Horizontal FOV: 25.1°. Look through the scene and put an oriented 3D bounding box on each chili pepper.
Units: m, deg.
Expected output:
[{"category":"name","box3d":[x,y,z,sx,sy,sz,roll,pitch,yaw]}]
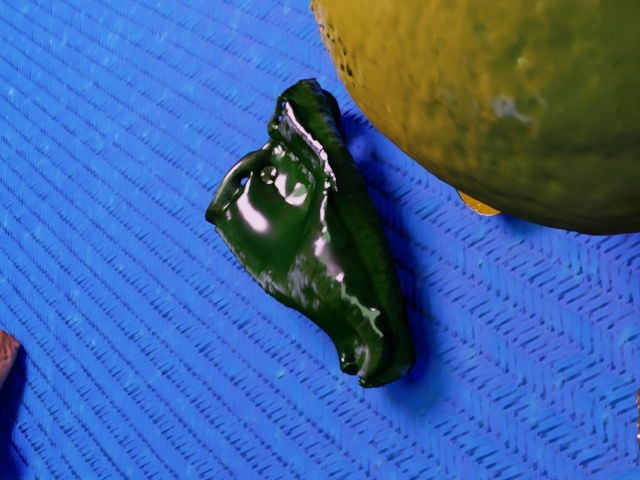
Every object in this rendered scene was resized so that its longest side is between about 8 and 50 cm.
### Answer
[{"category":"chili pepper","box3d":[-0.003,-0.001,0.801,0.108,0.062,0.216,-56,37,30]}]

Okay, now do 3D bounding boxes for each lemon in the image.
[{"category":"lemon","box3d":[0.106,-0.123,0.567,0.263,0.236,0.236,-159,89,-74]}]

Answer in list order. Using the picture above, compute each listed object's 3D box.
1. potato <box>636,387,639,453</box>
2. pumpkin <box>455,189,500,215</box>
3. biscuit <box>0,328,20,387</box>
[{"category":"potato","box3d":[0.171,0.105,0.523,0.119,0.054,0.198,-48,41,33]},{"category":"pumpkin","box3d":[0.083,-0.045,0.731,0.050,0.028,0.083,-51,48,28]},{"category":"biscuit","box3d":[-0.324,0.179,1.120,0.250,0.036,0.165,-43,21,32]}]
